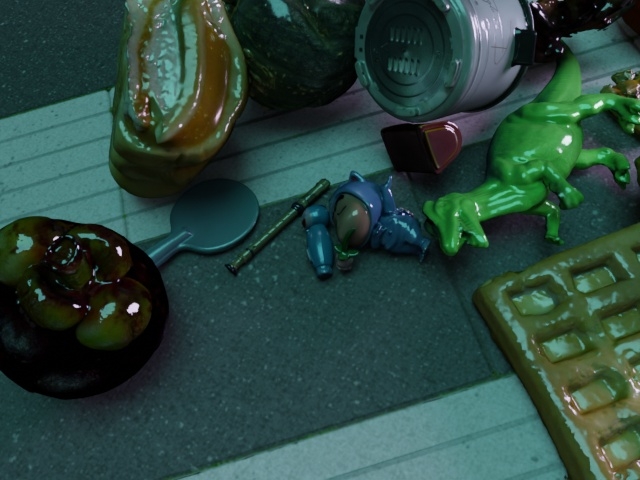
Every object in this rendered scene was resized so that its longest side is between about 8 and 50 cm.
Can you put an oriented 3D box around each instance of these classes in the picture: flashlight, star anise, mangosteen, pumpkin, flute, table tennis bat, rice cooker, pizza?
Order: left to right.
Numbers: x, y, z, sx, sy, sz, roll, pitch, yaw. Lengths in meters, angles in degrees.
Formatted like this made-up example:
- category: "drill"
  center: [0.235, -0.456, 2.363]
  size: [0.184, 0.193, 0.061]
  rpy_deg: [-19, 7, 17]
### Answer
- category: "mangosteen"
  center: [-0.353, 0.083, 0.845]
  size: [0.233, 0.287, 0.287]
  rpy_deg: [-31, 61, -5]
- category: "table tennis bat"
  center: [-0.214, -0.020, 1.030]
  size: [0.237, 0.038, 0.149]
  rpy_deg: [-39, 64, -19]
- category: "flute"
  center: [-0.068, -0.027, 1.018]
  size: [0.027, 0.027, 0.233]
  rpy_deg: [39, 72, 25]
- category: "pumpkin"
  center: [-0.062, -0.383, 1.074]
  size: [0.258, 0.292, 0.327]
  rpy_deg: [-1, 68, -35]
- category: "flashlight"
  center: [0.000, 0.000, 0.981]
  size: [0.051, 0.051, 0.129]
  rpy_deg: [-12, 63, 1]
- category: "rice cooker"
  center: [0.199, -0.315, 0.962]
  size: [0.227, 0.241, 0.281]
  rpy_deg: [-22, 30, -40]
- category: "star anise"
  center: [0.410, -0.361, 1.032]
  size: [0.272, 0.272, 0.102]
  rpy_deg: [-8, 99, 3]
- category: "pizza"
  center: [0.606, -0.251, 1.032]
  size: [0.227, 0.069, 0.147]
  rpy_deg: [-12, 57, 1]

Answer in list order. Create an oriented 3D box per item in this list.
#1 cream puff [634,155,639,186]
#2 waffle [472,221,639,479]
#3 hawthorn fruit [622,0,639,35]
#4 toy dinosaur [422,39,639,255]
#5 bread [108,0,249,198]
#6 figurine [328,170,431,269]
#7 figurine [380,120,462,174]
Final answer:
- category: "cream puff"
  center: [0.552, -0.093, 0.855]
  size: [0.185, 0.282, 0.281]
  rpy_deg: [-8, 58, 24]
- category: "waffle"
  center: [0.411, 0.155, 0.820]
  size: [0.305, 0.077, 0.348]
  rpy_deg: [-20, 60, -3]
- category: "hawthorn fruit"
  center: [0.631, -0.448, 1.067]
  size: [0.215, 0.215, 0.250]
  rpy_deg: [-42, 51, -16]
- category: "toy dinosaur"
  center: [0.311, -0.182, 1.026]
  size: [0.375, 0.143, 0.499]
  rpy_deg: [-14, 45, 1]
- category: "bread"
  center: [-0.242, -0.228, 1.015]
  size: [0.211, 0.341, 0.300]
  rpy_deg: [7, 70, -21]
- category: "figurine"
  center: [0.083, -0.018, 0.947]
  size: [0.178, 0.114, 0.144]
  rpy_deg: [31, 58, 13]
- category: "figurine"
  center: [0.171, -0.169, 1.008]
  size: [0.098, 0.082, 0.154]
  rpy_deg: [-33, 20, -16]
